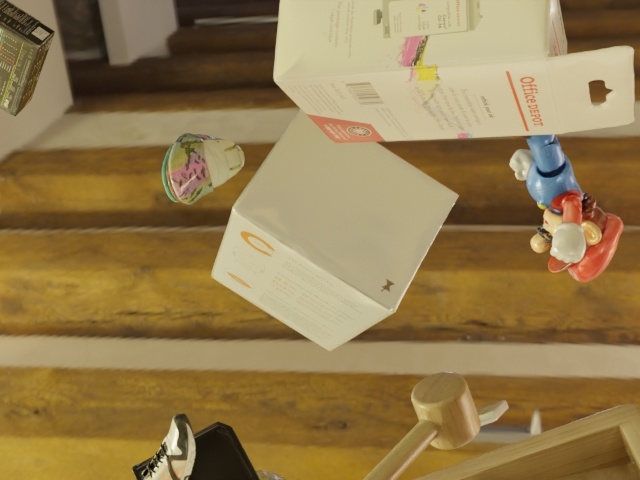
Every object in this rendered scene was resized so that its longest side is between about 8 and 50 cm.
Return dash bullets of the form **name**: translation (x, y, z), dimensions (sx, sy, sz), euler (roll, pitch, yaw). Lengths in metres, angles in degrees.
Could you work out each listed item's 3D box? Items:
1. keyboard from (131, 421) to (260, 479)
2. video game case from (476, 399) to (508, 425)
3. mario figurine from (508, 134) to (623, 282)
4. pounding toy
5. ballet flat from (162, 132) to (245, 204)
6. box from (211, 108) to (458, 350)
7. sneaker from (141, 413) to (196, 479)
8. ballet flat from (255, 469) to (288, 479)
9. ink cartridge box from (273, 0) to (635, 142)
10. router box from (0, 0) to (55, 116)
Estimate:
- **keyboard**: translation (-0.119, 0.382, 0.941), dimensions (0.201, 0.317, 0.033), euler (-25, 169, -16)
- **video game case**: translation (0.313, 0.415, 1.947), dimensions (0.206, 0.026, 0.227), euler (-23, 169, 16)
- **mario figurine**: translation (0.371, -0.066, 1.430), dimensions (0.170, 0.321, 0.198), euler (-14, -161, 48)
- **pounding toy**: translation (0.090, 0.158, 0.430), dimensions (0.181, 0.094, 0.206), euler (-23, -155, 10)
- **ballet flat**: translation (-0.130, -0.094, 1.021), dimensions (0.079, 0.077, 0.221), euler (-9, -169, 3)
- **box**: translation (0.000, 0.000, 1.121), dimensions (0.215, 0.345, 0.168), euler (32, -108, -2)
- **sneaker**: translation (-0.145, 0.215, 0.818), dimensions (0.043, 0.109, 0.040), euler (6, -163, -21)
- **ballet flat**: translation (-0.036, 0.535, 1.584), dimensions (0.123, 0.123, 0.348), euler (-24, -128, -34)
- **ink cartridge box**: translation (0.085, -0.111, 0.520), dimensions (0.198, 0.067, 0.115), euler (0, 167, 20)
- **router box**: translation (-0.360, -0.210, 0.965), dimensions (0.092, 0.122, 0.038), euler (32, -135, -9)
